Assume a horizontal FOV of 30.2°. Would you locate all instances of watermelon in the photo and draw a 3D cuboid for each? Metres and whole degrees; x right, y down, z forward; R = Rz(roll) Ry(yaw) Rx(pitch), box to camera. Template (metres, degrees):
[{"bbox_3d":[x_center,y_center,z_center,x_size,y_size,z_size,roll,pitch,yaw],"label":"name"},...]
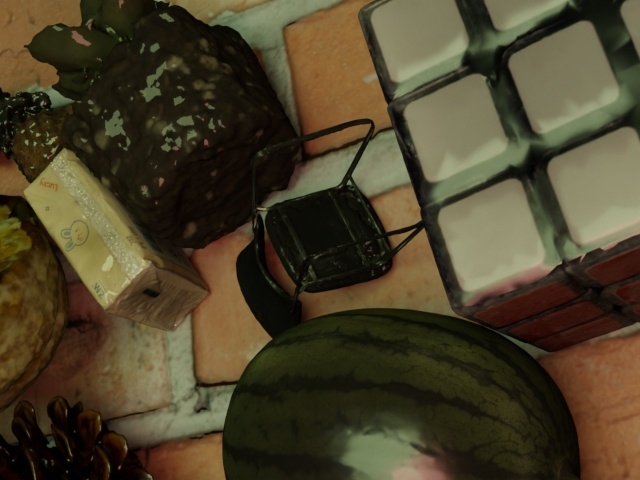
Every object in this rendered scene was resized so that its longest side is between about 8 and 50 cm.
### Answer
[{"bbox_3d":[0.081,0.200,1.088,0.359,0.279,0.279,3,80,33],"label":"watermelon"}]

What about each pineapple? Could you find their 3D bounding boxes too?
[{"bbox_3d":[-0.369,-0.129,1.495,0.237,0.111,0.119,29,61,37],"label":"pineapple"}]

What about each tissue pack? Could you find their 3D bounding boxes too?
[{"bbox_3d":[-0.234,0.001,1.367,0.092,0.148,0.196,-43,63,8],"label":"tissue pack"}]

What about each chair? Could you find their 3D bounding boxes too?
[{"bbox_3d":[0.000,0.000,1.280,0.145,0.221,0.140,-16,64,-23],"label":"chair"}]

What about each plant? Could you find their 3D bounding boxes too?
[{"bbox_3d":[-0.181,-0.163,1.345,0.215,0.213,0.312,-48,60,14],"label":"plant"}]

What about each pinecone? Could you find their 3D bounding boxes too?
[{"bbox_3d":[-0.323,0.297,1.273,0.246,0.292,0.246,14,107,52],"label":"pinecone"}]

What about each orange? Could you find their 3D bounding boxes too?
[{"bbox_3d":[-0.422,0.091,1.374,0.271,0.210,0.368,-25,28,-14],"label":"orange"}]

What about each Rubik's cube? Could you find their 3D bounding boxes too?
[{"bbox_3d":[0.253,-0.098,1.062,0.303,0.305,0.301,-23,68,18],"label":"Rubik's cube"}]
